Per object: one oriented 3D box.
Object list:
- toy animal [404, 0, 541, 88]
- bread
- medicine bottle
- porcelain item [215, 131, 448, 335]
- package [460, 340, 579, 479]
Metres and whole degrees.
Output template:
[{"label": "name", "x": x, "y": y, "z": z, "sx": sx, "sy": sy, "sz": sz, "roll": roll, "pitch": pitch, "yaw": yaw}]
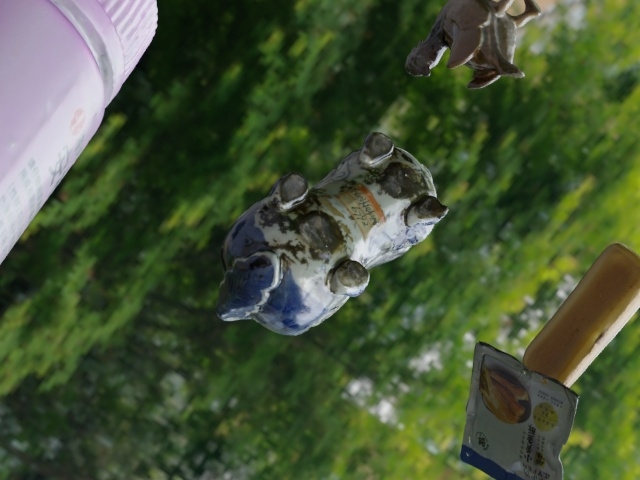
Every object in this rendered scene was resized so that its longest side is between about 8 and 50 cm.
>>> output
[{"label": "toy animal", "x": 0.182, "y": -0.231, "z": 1.775, "sx": 0.179, "sy": 0.089, "sz": 0.188, "roll": -38, "pitch": -141, "yaw": 20}, {"label": "bread", "x": 0.393, "y": 0.115, "z": 2.163, "sx": 0.239, "sy": 0.092, "sz": 0.074, "roll": -53, "pitch": 158, "yaw": 15}, {"label": "medicine bottle", "x": -0.247, "y": -0.088, "z": 0.976, "sx": 0.178, "sy": 0.178, "sz": 0.291, "roll": -29, "pitch": -154, "yaw": 51}, {"label": "porcelain item", "x": 0.000, "y": 0.000, "z": 1.536, "sx": 0.288, "sy": 0.138, "sz": 0.186, "roll": -35, "pitch": 177, "yaw": -43}, {"label": "package", "x": 0.243, "y": 0.231, "z": 1.821, "sx": 0.171, "sy": 0.027, "sz": 0.173, "roll": 25, "pitch": -64, "yaw": 44}]
